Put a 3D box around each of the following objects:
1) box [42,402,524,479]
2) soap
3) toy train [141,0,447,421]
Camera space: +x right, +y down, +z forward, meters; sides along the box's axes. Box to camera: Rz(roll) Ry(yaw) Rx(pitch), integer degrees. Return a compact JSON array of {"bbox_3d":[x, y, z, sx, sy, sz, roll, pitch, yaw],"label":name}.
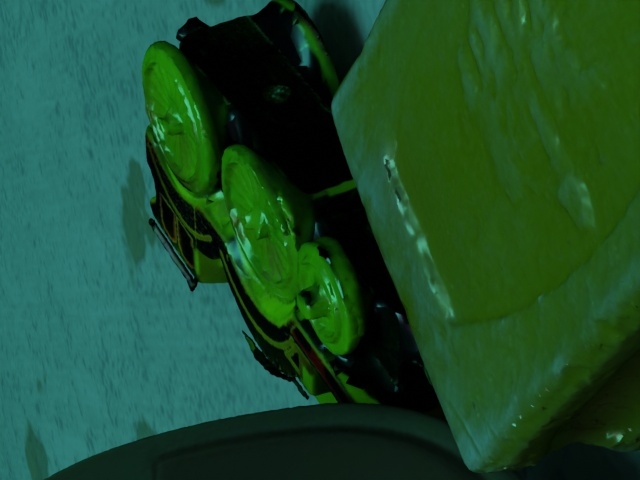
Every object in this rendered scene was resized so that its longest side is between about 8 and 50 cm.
[{"bbox_3d":[-0.014,0.244,0.790,0.301,0.301,0.216,56,171,42],"label":"box"},{"bbox_3d":[0.108,-0.060,0.656,0.315,0.091,0.199,120,133,-58],"label":"soap"},{"bbox_3d":[0.000,0.000,0.925,0.296,0.100,0.161,-127,27,-45],"label":"toy train"}]
